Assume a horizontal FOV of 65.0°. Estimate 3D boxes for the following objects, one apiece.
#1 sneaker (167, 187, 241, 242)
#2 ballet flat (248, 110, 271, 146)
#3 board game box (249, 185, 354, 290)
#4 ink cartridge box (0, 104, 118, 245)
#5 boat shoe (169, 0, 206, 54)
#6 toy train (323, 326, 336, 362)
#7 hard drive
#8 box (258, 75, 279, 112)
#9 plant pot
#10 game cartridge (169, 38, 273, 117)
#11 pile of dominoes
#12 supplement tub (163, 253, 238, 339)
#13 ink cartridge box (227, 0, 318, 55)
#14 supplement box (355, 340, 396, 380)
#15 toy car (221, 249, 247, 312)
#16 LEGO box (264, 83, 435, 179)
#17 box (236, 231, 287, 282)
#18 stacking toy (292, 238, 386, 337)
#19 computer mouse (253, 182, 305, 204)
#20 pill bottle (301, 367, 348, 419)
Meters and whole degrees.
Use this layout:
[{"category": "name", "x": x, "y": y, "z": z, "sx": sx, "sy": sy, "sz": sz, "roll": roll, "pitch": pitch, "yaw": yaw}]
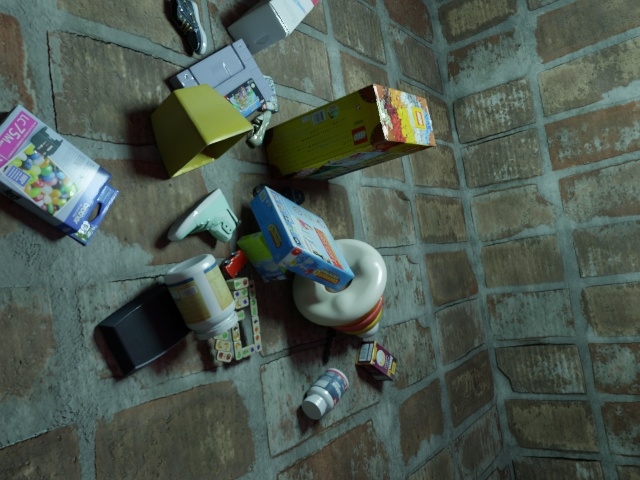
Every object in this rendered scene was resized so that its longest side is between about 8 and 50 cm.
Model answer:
[{"category": "sneaker", "x": -0.337, "y": -0.038, "z": 1.511, "sx": 0.151, "sy": 0.094, "sz": 0.256, "roll": 56, "pitch": 39, "yaw": -17}, {"category": "ballet flat", "x": -0.220, "y": -0.415, "z": 1.810, "sx": 0.052, "sy": 0.057, "sz": 0.168, "roll": 32, "pitch": 56, "yaw": -32}, {"category": "board game box", "x": -0.063, "y": -0.004, "z": 1.686, "sx": 0.302, "sy": 0.086, "sz": 0.308, "roll": 29, "pitch": 24, "yaw": -43}, {"category": "ink cartridge box", "x": -0.634, "y": -0.147, "z": 1.193, "sx": 0.311, "sy": 0.065, "sz": 0.185, "roll": 46, "pitch": 48, "yaw": -38}, {"category": "boat shoe", "x": -0.429, "y": -0.686, "z": 1.610, "sx": 0.083, "sy": 0.065, "sz": 0.183, "roll": -10, "pitch": 83, "yaw": -51}, {"category": "toy train", "x": 0.038, "y": 0.401, "z": 1.943, "sx": 0.036, "sy": 0.027, "sz": 0.158, "roll": 52, "pitch": 43, "yaw": -46}, {"category": "hard drive", "x": -0.442, "y": 0.225, "z": 1.341, "sx": 0.255, "sy": 0.054, "sz": 0.171, "roll": -37, "pitch": 110, "yaw": -50}, {"category": "box", "x": -0.207, "y": -0.550, "z": 1.884, "sx": 0.094, "sy": 0.027, "sz": 0.136, "roll": -11, "pitch": 90, "yaw": -52}, {"category": "plant pot", "x": -0.370, "y": -0.337, "z": 1.485, "sx": 0.187, "sy": 0.212, "sz": 0.212, "roll": 58, "pitch": 40, "yaw": -4}, {"category": "game cartridge", "x": -0.314, "y": -0.512, "z": 1.688, "sx": 0.230, "sy": 0.068, "sz": 0.355, "roll": 55, "pitch": 46, "yaw": -18}, {"category": "pile of dominoes", "x": -0.247, "y": 0.241, "z": 1.518, "sx": 0.196, "sy": 0.040, "sz": 0.250, "roll": -13, "pitch": 98, "yaw": -54}, {"category": "supplement tub", "x": -0.319, "y": 0.152, "z": 1.358, "sx": 0.144, "sy": 0.145, "sz": 0.199, "roll": -38, "pitch": 111, "yaw": -50}, {"category": "ink cartridge box", "x": -0.168, "y": -0.832, "z": 1.849, "sx": 0.131, "sy": 0.226, "sz": 0.306, "roll": 54, "pitch": 42, "yaw": -28}, {"category": "supplement box", "x": 0.237, "y": 0.511, "z": 2.124, "sx": 0.188, "sy": 0.081, "sz": 0.104, "roll": 43, "pitch": 49, "yaw": -37}, {"category": "toy car", "x": -0.328, "y": 0.120, "z": 1.521, "sx": 0.225, "sy": 0.053, "sz": 0.238, "roll": 28, "pitch": 58, "yaw": -45}, {"category": "LEGO box", "x": 0.102, "y": -0.375, "z": 1.848, "sx": 0.373, "sy": 0.501, "sz": 0.192, "roll": -9, "pitch": 87, "yaw": -52}, {"category": "box", "x": -0.188, "y": 0.057, "z": 1.673, "sx": 0.178, "sy": 0.109, "sz": 0.042, "roll": 58, "pitch": 41, "yaw": -25}, {"category": "stacking toy", "x": 0.132, "y": 0.252, "z": 1.928, "sx": 0.479, "sy": 0.351, "sz": 0.350, "roll": 58, "pitch": 39, "yaw": -48}, {"category": "computer mouse", "x": -0.152, "y": -0.166, "z": 1.849, "sx": 0.242, "sy": 0.041, "sz": 0.071, "roll": 7, "pitch": 66, "yaw": -45}, {"category": "pill bottle", "x": 0.015, "y": 0.553, "z": 1.802, "sx": 0.180, "sy": 0.108, "sz": 0.107, "roll": -37, "pitch": 110, "yaw": -50}]
